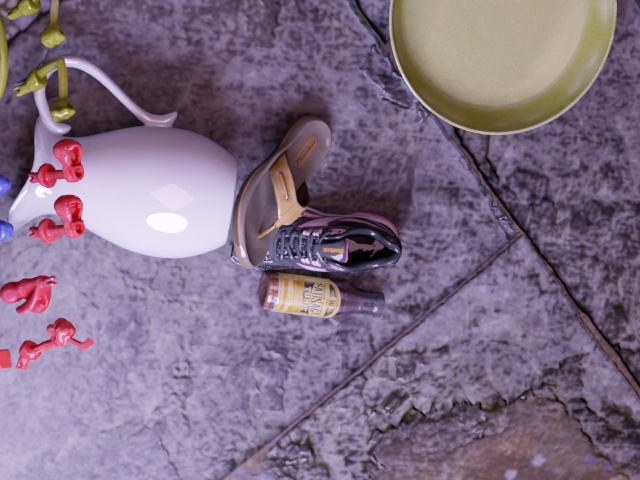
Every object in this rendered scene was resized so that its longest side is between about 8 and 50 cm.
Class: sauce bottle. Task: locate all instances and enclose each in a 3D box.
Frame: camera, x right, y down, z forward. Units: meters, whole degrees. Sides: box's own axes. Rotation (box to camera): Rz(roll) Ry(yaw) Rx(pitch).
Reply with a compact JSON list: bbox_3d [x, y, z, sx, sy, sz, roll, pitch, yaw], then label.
[{"bbox_3d":[0.002,0.058,1.859,0.128,0.042,0.042,5,101,-15],"label":"sauce bottle"}]

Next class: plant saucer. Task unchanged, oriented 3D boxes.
[{"bbox_3d":[0.180,-0.228,1.839,0.241,0.037,0.241,-4,104,-14],"label":"plant saucer"}]

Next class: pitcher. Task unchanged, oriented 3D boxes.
[{"bbox_3d":[-0.182,-0.078,1.741,0.207,0.125,0.178,9,99,-5],"label":"pitcher"}]

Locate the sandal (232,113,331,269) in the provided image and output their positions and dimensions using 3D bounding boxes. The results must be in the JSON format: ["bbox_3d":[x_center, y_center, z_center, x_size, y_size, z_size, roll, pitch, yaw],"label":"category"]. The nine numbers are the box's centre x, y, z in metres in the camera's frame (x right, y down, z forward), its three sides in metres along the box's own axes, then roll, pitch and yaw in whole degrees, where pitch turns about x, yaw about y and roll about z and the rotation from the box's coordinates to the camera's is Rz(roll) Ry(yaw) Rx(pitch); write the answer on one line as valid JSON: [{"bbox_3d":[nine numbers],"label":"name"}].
[{"bbox_3d":[-0.031,-0.050,1.782,0.180,0.049,0.072,-57,139,-27],"label":"sandal"}]

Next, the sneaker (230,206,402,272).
[{"bbox_3d":[0.000,0.000,1.826,0.178,0.077,0.072,-4,103,-13],"label":"sneaker"}]

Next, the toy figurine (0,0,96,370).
[{"bbox_3d":[-0.349,-0.053,1.606,0.217,0.191,0.363,-6,93,-48],"label":"toy figurine"}]
